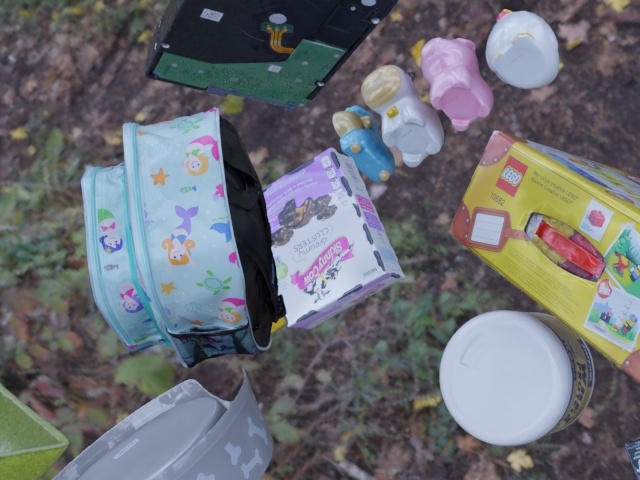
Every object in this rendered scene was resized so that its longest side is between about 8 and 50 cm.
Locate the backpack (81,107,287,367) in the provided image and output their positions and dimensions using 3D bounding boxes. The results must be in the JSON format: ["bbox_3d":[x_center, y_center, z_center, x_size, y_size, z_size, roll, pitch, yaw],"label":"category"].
[{"bbox_3d":[-0.136,-0.006,1.031,0.191,0.253,0.225,-7,66,-5],"label":"backpack"}]

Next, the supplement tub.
[{"bbox_3d":[0.363,0.241,1.837,0.228,0.316,0.228,-2,85,25],"label":"supplement tub"}]

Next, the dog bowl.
[{"bbox_3d":[-0.210,0.300,1.271,0.349,0.102,0.349,-32,10,6],"label":"dog bowl"}]

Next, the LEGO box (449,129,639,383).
[{"bbox_3d":[0.493,0.042,1.532,0.500,0.373,0.193,45,117,55],"label":"LEGO box"}]

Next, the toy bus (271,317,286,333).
[{"bbox_3d":[-0.094,0.093,1.824,0.211,0.149,0.220,-45,5,25],"label":"toy bus"}]

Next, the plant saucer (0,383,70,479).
[{"bbox_3d":[-0.299,0.148,0.719,0.188,0.188,0.045,16,104,53],"label":"plant saucer"}]

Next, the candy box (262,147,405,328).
[{"bbox_3d":[0.000,0.000,1.407,0.165,0.070,0.196,-30,70,20],"label":"candy box"}]

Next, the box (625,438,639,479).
[{"bbox_3d":[0.621,0.431,1.631,0.143,0.165,0.270,-30,63,31],"label":"box"}]

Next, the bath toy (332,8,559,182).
[{"bbox_3d":[0.183,-0.227,1.483,0.348,0.151,0.129,-29,22,30],"label":"bath toy"}]

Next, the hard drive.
[{"bbox_3d":[-0.070,-0.282,1.308,0.339,0.237,0.064,139,138,-60],"label":"hard drive"}]
